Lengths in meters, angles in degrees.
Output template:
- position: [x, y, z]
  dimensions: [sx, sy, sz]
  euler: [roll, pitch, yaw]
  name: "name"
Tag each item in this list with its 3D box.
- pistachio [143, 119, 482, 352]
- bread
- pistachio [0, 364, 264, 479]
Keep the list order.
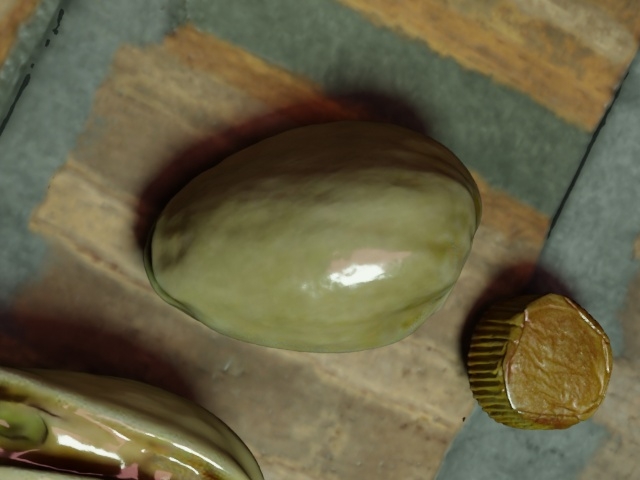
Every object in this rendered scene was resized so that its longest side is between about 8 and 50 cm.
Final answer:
- position: [0.000, 0.000, 0.997]
  dimensions: [0.186, 0.108, 0.126]
  euler: [-14, 83, -14]
  name: "pistachio"
- position: [0.125, 0.070, 1.094]
  dimensions: [0.085, 0.053, 0.085]
  euler: [1, 89, -28]
  name: "bread"
- position: [-0.118, 0.136, 0.958]
  dimensions: [0.215, 0.144, 0.144]
  euler: [26, 89, -18]
  name: "pistachio"
